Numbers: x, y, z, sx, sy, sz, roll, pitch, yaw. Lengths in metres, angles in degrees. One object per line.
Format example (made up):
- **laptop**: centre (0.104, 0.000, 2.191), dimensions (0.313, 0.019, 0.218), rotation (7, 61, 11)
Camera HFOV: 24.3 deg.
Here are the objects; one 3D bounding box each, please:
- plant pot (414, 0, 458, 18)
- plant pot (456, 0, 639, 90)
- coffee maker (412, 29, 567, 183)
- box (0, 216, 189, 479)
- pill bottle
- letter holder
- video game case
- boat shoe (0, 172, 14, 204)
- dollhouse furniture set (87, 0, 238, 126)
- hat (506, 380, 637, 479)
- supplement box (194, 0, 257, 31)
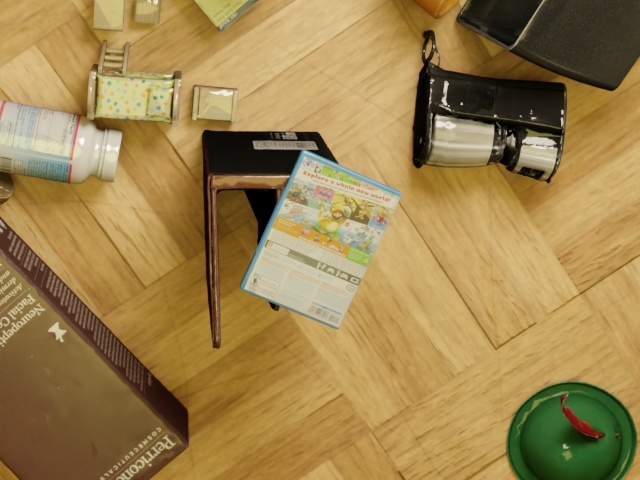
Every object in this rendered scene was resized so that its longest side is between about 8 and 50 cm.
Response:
- **plant pot**: centre (0.129, -0.399, 1.755), dimensions (0.188, 0.205, 0.205), rotation (39, 97, 3)
- **plant pot**: centre (0.307, -0.285, 1.802), dimensions (0.167, 0.187, 0.188), rotation (31, 98, -23)
- **coffee maker**: centre (0.212, -0.165, 1.844), dimensions (0.178, 0.120, 0.171), rotation (5, 102, -7)
- **box**: centre (-0.358, 0.165, 1.857), dimensions (0.191, 0.143, 0.381), rotation (-41, 105, 4)
- **pill bottle**: centre (-0.327, -0.117, 1.819), dimensions (0.160, 0.087, 0.087), rotation (10, 102, -8)
- **letter holder**: centre (-0.062, -0.002, 1.761), dimensions (0.152, 0.302, 0.214), rotation (0, 103, -6)
- **video game case**: centre (0.000, 0.000, 1.603), dimensions (0.119, 0.015, 0.166), rotation (23, 100, -10)
- **boat shoe**: centre (-0.467, -0.083, 1.833), dimensions (0.178, 0.064, 0.060), rotation (20, 131, -8)
- **dollhouse furniture set**: centre (-0.186, -0.224, 1.801), dimensions (0.182, 0.101, 0.161), rotation (3, 103, -6)
- **hat**: centre (0.338, 0.287, 1.927), dimensions (0.208, 0.183, 0.173), rotation (29, 99, -11)
- **supplement box**: centre (-0.118, -0.313, 1.810), dimensions (0.083, 0.056, 0.083), rotation (-40, 103, 4)
